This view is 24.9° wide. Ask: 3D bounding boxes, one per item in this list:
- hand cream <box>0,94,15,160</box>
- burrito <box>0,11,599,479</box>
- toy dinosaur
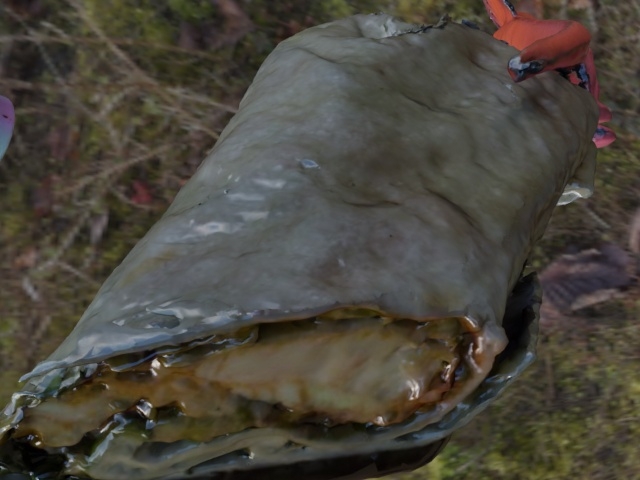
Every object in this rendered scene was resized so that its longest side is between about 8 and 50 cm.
[{"bbox_3d":[-0.238,-0.080,0.712,0.076,0.174,0.047,-17,59,47],"label":"hand cream"},{"bbox_3d":[0.011,0.002,0.579,0.175,0.347,0.107,9,124,22],"label":"burrito"},{"bbox_3d":[0.100,-0.117,0.755,0.070,0.286,0.139,-18,80,8],"label":"toy dinosaur"}]
